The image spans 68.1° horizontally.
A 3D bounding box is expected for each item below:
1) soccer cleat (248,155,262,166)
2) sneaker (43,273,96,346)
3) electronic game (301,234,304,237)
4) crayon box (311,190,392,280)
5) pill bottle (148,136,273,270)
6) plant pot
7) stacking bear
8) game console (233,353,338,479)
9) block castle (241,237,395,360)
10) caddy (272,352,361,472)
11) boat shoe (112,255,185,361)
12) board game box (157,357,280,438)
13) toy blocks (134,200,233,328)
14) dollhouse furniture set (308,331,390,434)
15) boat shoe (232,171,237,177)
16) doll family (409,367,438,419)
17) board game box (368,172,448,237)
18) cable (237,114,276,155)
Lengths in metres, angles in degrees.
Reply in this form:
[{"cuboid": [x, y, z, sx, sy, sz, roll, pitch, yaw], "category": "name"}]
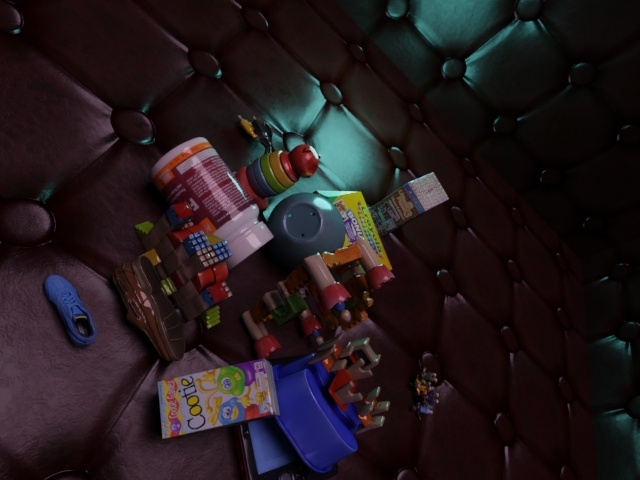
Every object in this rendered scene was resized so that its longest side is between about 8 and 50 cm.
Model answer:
[{"cuboid": [-0.209, -0.294, 1.855, 0.072, 0.060, 0.179, 46, 39, 14], "category": "soccer cleat"}, {"cuboid": [-0.630, 0.170, 1.205, 0.069, 0.082, 0.209, -25, 82, -44], "category": "sneaker"}, {"cuboid": [0.000, 0.000, 1.879, 0.229, 0.048, 0.229, 21, 53, -31], "category": "electronic game"}, {"cuboid": [0.108, -0.017, 1.886, 0.313, 0.106, 0.362, -7, 73, -52], "category": "crayon box"}, {"cuboid": [-0.341, -0.111, 1.519, 0.392, 0.224, 0.224, 53, 44, -3], "category": "pill bottle"}, {"cuboid": [-0.057, -0.045, 1.644, 0.291, 0.195, 0.290, 0, 79, 2], "category": "plant pot"}, {"cuboid": [-0.138, -0.247, 1.695, 0.175, 0.289, 0.164, 28, 44, -61], "category": "stacking bear"}, {"cuboid": [-0.111, 0.556, 1.449, 0.342, 0.060, 0.386, 2, 65, -40], "category": "game console"}, {"cuboid": [-0.007, 0.206, 1.469, 0.303, 0.453, 0.212, -16, 70, -46], "category": "block castle"}, {"cuboid": [-0.030, 0.507, 1.399, 0.341, 0.179, 0.241, 57, 16, -2], "category": "caddy"}, {"cuboid": [-0.475, 0.200, 1.313, 0.111, 0.105, 0.307, 26, 41, -83], "category": "boat shoe"}, {"cuboid": [-0.260, 0.413, 1.237, 0.276, 0.142, 0.144, -13, 69, -2], "category": "board game box"}, {"cuboid": [-0.365, 0.058, 1.371, 0.191, 0.261, 0.381, -26, 85, -46], "category": "toy blocks"}, {"cuboid": [0.086, 0.412, 1.441, 0.262, 0.135, 0.259, 56, 26, -4], "category": "dollhouse furniture set"}, {"cuboid": [-0.317, -0.187, 1.699, 0.066, 0.063, 0.184, 39, 46, -17], "category": "boat shoe"}, {"cuboid": [0.402, 0.602, 1.863, 0.111, 0.076, 0.192, 18, 58, -39], "category": "doll family"}, {"cuboid": [0.380, -0.155, 2.128, 0.232, 0.291, 0.141, -25, 83, -46], "category": "board game box"}, {"cuboid": [-0.223, -0.381, 1.875, 0.139, 0.072, 0.287, 4, 55, -56], "category": "cable"}]
